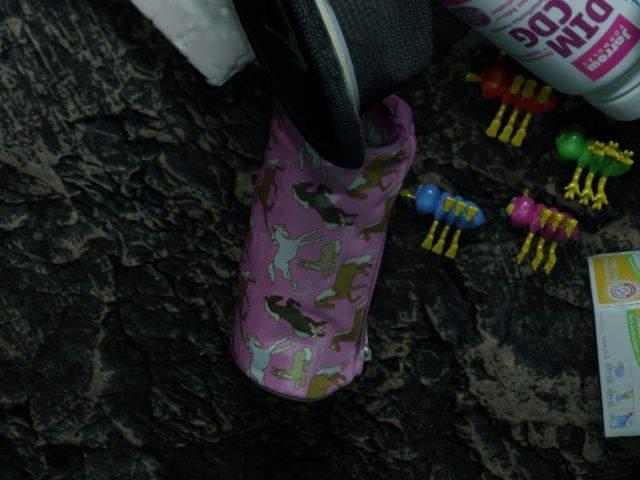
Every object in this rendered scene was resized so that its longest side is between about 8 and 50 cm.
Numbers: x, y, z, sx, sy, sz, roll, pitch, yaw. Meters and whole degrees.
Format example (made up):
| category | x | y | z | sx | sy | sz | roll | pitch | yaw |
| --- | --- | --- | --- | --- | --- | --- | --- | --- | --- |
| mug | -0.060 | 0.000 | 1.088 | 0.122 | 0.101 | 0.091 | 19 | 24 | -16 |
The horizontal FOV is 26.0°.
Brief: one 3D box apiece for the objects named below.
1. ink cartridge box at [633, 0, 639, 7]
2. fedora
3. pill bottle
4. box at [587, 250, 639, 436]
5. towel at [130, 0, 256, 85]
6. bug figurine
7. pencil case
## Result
| category | x | y | z | sx | sy | sz | roll | pitch | yaw |
| --- | --- | --- | --- | --- | --- | --- | --- | --- | --- |
| ink cartridge box | 0.436 | -0.261 | 1.330 | 0.171 | 0.232 | 0.168 | 44 | 123 | 4 |
| fedora | 0.012 | -0.243 | 1.335 | 0.152 | 0.334 | 0.334 | -27 | 120 | -9 |
| pill bottle | 0.246 | -0.249 | 1.411 | 0.283 | 0.160 | 0.160 | 31 | 122 | -29 |
| box | 0.387 | 0.126 | 1.689 | 0.103 | 0.114 | 0.203 | -6 | 121 | 9 |
| towel | -0.100 | -0.367 | 1.434 | 0.332 | 0.053 | 0.317 | -37 | 107 | 28 |
| bug figurine | 0.227 | -0.081 | 1.585 | 0.216 | 0.072 | 0.279 | 25 | 132 | -4 |
| pencil case | 0.000 | 0.000 | 1.623 | 0.167 | 0.160 | 0.386 | -9 | 128 | -28 |
